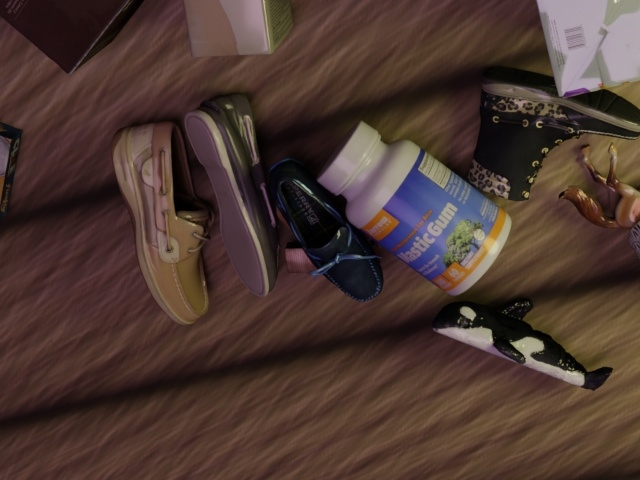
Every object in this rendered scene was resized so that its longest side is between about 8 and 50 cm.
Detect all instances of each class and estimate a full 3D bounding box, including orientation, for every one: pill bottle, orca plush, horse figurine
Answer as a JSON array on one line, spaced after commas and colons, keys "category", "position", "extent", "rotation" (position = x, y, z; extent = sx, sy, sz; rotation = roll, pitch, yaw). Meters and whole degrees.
[{"category": "pill bottle", "position": [0.133, -0.053, 1.626], "extent": [0.272, 0.152, 0.152], "rotation": [35, 119, -7]}, {"category": "orca plush", "position": [0.322, 0.143, 1.717], "extent": [0.287, 0.151, 0.102], "rotation": [21, 88, 5]}, {"category": "horse figurine", "position": [0.483, -0.080, 1.584], "extent": [0.263, 0.066, 0.175], "rotation": [-21, 105, 18]}]

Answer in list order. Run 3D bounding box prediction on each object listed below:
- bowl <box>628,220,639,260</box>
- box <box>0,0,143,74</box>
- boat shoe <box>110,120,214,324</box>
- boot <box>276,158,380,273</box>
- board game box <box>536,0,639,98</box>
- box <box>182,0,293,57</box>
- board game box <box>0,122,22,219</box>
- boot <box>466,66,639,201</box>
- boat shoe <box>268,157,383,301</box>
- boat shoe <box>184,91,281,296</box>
[{"category": "bowl", "position": [0.531, 0.024, 1.572], "extent": [0.170, 0.080, 0.170], "rotation": [2, 152, 1]}, {"category": "box", "position": [-0.359, -0.381, 1.557], "extent": [0.203, 0.168, 0.167], "rotation": [41, 118, -9]}, {"category": "boat shoe", "position": [-0.229, -0.021, 1.742], "extent": [0.110, 0.122, 0.341], "rotation": [-8, 114, 17]}, {"category": "boot", "position": [0.013, -0.041, 1.714], "extent": [0.152, 0.073, 0.197], "rotation": [-5, 117, 8]}, {"category": "board game box", "position": [0.354, -0.303, 1.375], "extent": [0.142, 0.275, 0.144], "rotation": [-12, 114, 18]}, {"category": "box", "position": [-0.125, -0.420, 1.499], "extent": [0.121, 0.148, 0.311], "rotation": [0, 115, 13]}, {"category": "board game box", "position": [-0.624, -0.146, 1.811], "extent": [0.243, 0.042, 0.165], "rotation": [21, 119, 1]}, {"category": "boot", "position": [0.330, -0.138, 1.576], "extent": [0.236, 0.085, 0.179], "rotation": [18, 121, 13]}, {"category": "boat shoe", "position": [0.000, 0.000, 1.645], "extent": [0.109, 0.089, 0.258], "rotation": [-39, 107, 13]}, {"category": "boat shoe", "position": [-0.110, -0.069, 1.704], "extent": [0.112, 0.095, 0.335], "rotation": [20, 135, 50]}]
